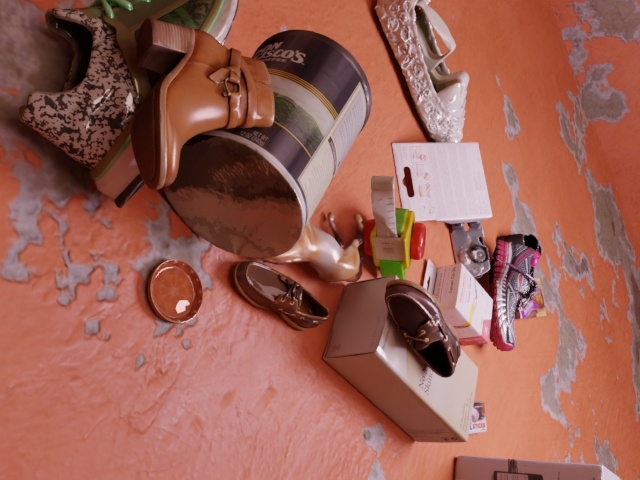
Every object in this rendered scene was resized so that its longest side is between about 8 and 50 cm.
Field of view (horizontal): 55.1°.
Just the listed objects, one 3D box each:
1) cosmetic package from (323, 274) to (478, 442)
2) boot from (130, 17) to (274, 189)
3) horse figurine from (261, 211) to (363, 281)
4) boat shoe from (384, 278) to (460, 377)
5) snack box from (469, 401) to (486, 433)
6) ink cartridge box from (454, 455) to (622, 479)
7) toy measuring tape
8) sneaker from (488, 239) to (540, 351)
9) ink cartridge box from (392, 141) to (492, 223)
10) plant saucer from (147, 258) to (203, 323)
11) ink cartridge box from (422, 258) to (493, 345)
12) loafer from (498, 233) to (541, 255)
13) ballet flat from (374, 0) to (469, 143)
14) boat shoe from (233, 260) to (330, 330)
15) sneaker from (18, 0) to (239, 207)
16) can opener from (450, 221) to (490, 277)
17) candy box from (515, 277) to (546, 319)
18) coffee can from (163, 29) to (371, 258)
[{"bbox_3d":[0.153,0.218,1.089,0.309,0.113,0.160,46,46,-33],"label":"cosmetic package"},{"bbox_3d":[-0.120,-0.139,0.669,0.153,0.073,0.197,10,73,-37],"label":"boot"},{"bbox_3d":[0.000,0.000,1.002,0.263,0.066,0.174,35,43,-37],"label":"horse figurine"},{"bbox_3d":[0.166,0.143,0.976,0.207,0.073,0.073,46,44,-32],"label":"boat shoe"},{"bbox_3d":[0.300,0.374,1.291,0.178,0.022,0.064,15,68,-49],"label":"snack box"},{"bbox_3d":[0.437,0.512,1.203,0.211,0.289,0.121,37,55,-39],"label":"ink cartridge box"},{"bbox_3d":[0.127,-0.038,1.079,0.330,0.122,0.121,73,25,-55],"label":"toy measuring tape"},{"bbox_3d":[0.462,0.125,1.469,0.120,0.112,0.299,84,19,-55],"label":"sneaker"},{"bbox_3d":[0.261,-0.126,1.361,0.225,0.056,0.180,-5,80,-19],"label":"ink cartridge box"},{"bbox_3d":[-0.187,0.066,0.792,0.084,0.013,0.083,22,61,-46],"label":"plant saucer"},{"bbox_3d":[0.299,0.131,1.333,0.198,0.067,0.115,43,48,-35],"label":"ink cartridge box"},{"bbox_3d":[0.570,0.023,1.698,0.220,0.078,0.080,4,75,-51],"label":"loafer"},{"bbox_3d":[0.257,-0.390,1.401,0.408,0.147,0.147,60,40,-20],"label":"ballet flat"},{"bbox_3d":[-0.053,0.078,0.916,0.178,0.060,0.064,39,51,-37],"label":"boat shoe"},{"bbox_3d":[-0.228,-0.250,0.748,0.182,0.158,0.410,32,52,-31],"label":"sneaker"},{"bbox_3d":[0.340,-0.049,1.461,0.095,0.076,0.283,45,36,-80],"label":"can opener"},{"bbox_3d":[0.537,0.155,1.636,0.187,0.053,0.109,6,74,-52],"label":"candy box"},{"bbox_3d":[-0.064,-0.139,0.859,0.201,0.202,0.275,53,43,-26],"label":"coffee can"}]
